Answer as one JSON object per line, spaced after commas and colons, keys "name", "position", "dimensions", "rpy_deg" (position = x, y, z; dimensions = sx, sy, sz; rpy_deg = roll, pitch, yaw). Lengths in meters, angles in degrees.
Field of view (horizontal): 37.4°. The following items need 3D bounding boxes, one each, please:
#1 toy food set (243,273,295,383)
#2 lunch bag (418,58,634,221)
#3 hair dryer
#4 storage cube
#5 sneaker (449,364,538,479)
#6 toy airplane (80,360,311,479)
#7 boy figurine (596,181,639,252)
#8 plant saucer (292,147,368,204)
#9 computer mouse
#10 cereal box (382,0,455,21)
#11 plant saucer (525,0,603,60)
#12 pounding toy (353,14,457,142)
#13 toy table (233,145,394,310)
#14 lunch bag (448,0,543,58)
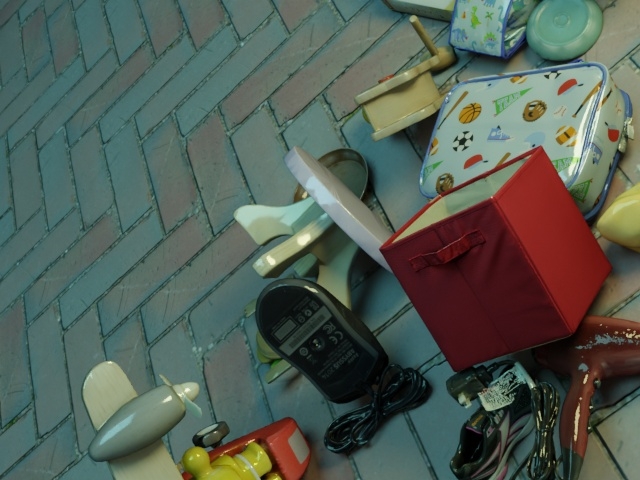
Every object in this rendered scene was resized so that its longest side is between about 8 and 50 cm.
{"name": "toy food set", "position": [-0.057, 0.151, 1.589], "dimensions": [0.132, 0.038, 0.192], "rpy_deg": [-37, 39, 11]}
{"name": "lunch bag", "position": [0.300, -0.142, 1.375], "dimensions": [0.303, 0.115, 0.243], "rpy_deg": [2, 64, 45]}
{"name": "hair dryer", "position": [0.319, 0.190, 1.154], "dimensions": [0.293, 0.080, 0.223], "rpy_deg": [-34, 48, 6]}
{"name": "storage cube", "position": [0.225, 0.025, 1.204], "dimensions": [0.183, 0.193, 0.215], "rpy_deg": [-26, 9, 39]}
{"name": "sneaker", "position": [0.225, 0.240, 1.226], "dimensions": [0.072, 0.077, 0.178], "rpy_deg": [10, 72, 45]}
{"name": "toy airplane", "position": [-0.177, 0.385, 1.283], "dimensions": [0.272, 0.386, 0.384], "rpy_deg": [-22, 51, 49]}
{"name": "boy figurine", "position": [0.480, -0.082, 1.181], "dimensions": [0.285, 0.092, 0.177], "rpy_deg": [-43, 43, 15]}
{"name": "plant saucer", "position": [0.022, -0.084, 1.663], "dimensions": [0.168, 0.029, 0.168], "rpy_deg": [-23, 52, 32]}
{"name": "computer mouse", "position": [0.014, 0.164, 1.392], "dimensions": [0.188, 0.272, 0.072], "rpy_deg": [-39, 3, 17]}
{"name": "cereal box", "position": [0.231, -0.484, 1.704], "dimensions": [0.240, 0.047, 0.173], "rpy_deg": [28, 84, 49]}
{"name": "plant saucer", "position": [0.376, -0.337, 1.465], "dimensions": [0.119, 0.021, 0.119], "rpy_deg": [-8, 70, 22]}
{"name": "pounding toy", "position": [0.119, -0.265, 1.551], "dimensions": [0.154, 0.155, 0.269], "rpy_deg": [-22, 9, 30]}
{"name": "toy table", "position": [0.000, 0.000, 1.486], "dimensions": [0.161, 0.252, 0.274], "rpy_deg": [-45, 65, 12]}
{"name": "lunch bag", "position": [0.287, -0.376, 1.546], "dimensions": [0.129, 0.096, 0.151], "rpy_deg": [26, 94, 48]}
